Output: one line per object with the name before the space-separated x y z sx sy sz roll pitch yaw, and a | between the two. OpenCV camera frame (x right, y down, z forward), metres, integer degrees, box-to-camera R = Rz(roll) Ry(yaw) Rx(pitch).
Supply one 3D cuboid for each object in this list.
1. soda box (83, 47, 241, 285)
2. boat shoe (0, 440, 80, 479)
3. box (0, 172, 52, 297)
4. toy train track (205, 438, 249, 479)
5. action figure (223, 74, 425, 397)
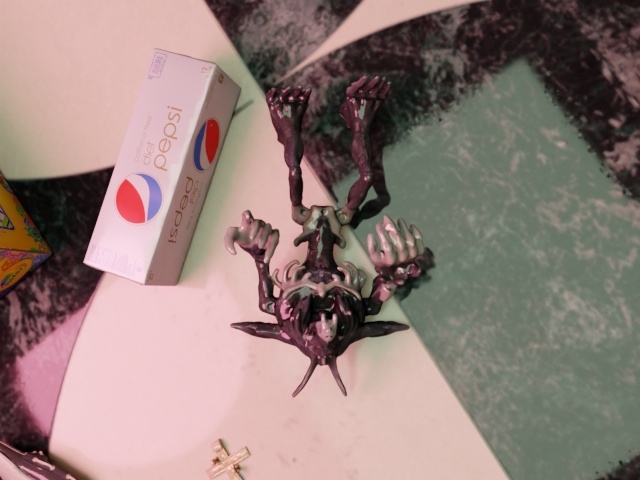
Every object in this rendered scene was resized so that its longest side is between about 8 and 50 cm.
soda box | -0.151 -0.067 0.627 0.069 0.074 0.216 18 89 13
boat shoe | -0.282 0.235 0.646 0.125 0.038 0.046 25 132 19
box | -0.491 -0.011 0.643 0.290 0.177 0.279 -38 78 7
toy train track | -0.082 0.230 0.615 0.048 0.014 0.083 -34 79 8
action figure | 0.000 0.000 0.556 0.163 0.141 0.276 -1 83 1
